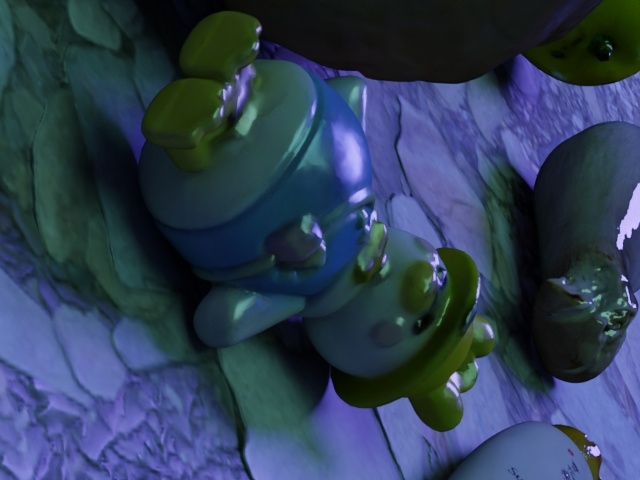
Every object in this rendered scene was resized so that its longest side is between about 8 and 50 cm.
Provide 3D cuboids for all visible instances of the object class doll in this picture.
[{"bbox_3d":[0.001,-0.001,0.926,0.241,0.098,0.135,45,26,-32],"label":"doll"}]

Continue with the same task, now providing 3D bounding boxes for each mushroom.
[{"bbox_3d":[0.183,0.000,1.286,0.225,0.093,0.116,-66,147,-65],"label":"mushroom"}]

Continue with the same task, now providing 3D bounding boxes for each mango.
[{"bbox_3d":[0.160,-0.239,1.419,0.175,0.143,0.293,30,32,-53],"label":"mango"}]

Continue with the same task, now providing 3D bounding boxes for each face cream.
[{"bbox_3d":[0.102,0.137,1.043,0.072,0.051,0.182,62,24,5],"label":"face cream"}]

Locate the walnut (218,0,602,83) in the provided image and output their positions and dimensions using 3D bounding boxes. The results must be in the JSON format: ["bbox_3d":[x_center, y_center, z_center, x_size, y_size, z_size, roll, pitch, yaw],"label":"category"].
[{"bbox_3d":[0.067,-0.264,1.025,0.383,0.383,0.384,44,31,-36],"label":"walnut"}]
